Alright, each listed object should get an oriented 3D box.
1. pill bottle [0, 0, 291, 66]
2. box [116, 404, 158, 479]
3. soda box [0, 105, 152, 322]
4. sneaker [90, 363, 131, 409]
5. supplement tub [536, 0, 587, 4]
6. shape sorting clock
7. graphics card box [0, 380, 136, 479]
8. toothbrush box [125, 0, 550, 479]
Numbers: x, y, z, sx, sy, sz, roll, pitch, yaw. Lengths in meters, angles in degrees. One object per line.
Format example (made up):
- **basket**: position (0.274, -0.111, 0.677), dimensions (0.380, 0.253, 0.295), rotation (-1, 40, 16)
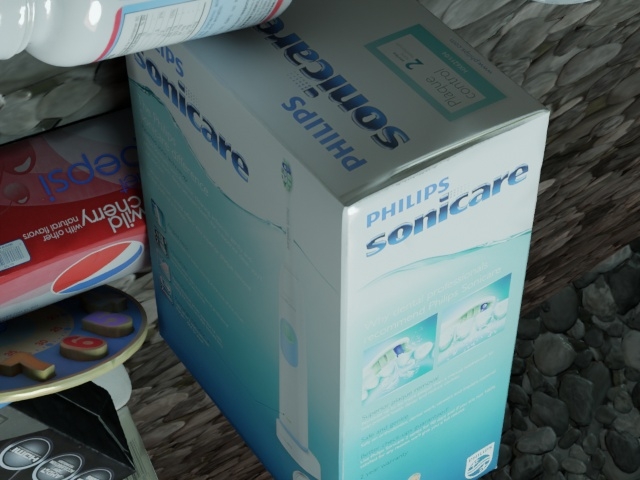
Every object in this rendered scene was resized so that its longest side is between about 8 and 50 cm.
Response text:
- **pill bottle**: position (-0.093, -0.127, 0.648), dimensions (0.160, 0.087, 0.087), rotation (-18, 162, -36)
- **box**: position (-0.325, 0.284, 1.426), dimensions (0.311, 0.121, 0.148), rotation (-22, -178, 7)
- **soda box**: position (-0.124, -0.031, 0.938), dimensions (0.263, 0.083, 0.092), rotation (-21, 164, -29)
- **sneaker**: position (-0.273, 0.163, 1.363), dimensions (0.094, 0.080, 0.212), rotation (-23, 172, 27)
- **supplement tub**: position (0.132, -0.209, 0.745), dimensions (0.117, 0.117, 0.190), rotation (-29, 167, -2)
- **shape sorting clock**: position (-0.218, 0.060, 0.949), dimensions (0.206, 0.040, 0.206), rotation (-5, -162, 2)
- **graphics card box**: position (-0.367, 0.214, 1.177), dimensions (0.371, 0.094, 0.233), rotation (-32, 146, 9)
- **toothbrush box**: position (0.000, 0.000, 0.811), dimensions (0.126, 0.216, 0.295), rotation (-27, 140, -22)
